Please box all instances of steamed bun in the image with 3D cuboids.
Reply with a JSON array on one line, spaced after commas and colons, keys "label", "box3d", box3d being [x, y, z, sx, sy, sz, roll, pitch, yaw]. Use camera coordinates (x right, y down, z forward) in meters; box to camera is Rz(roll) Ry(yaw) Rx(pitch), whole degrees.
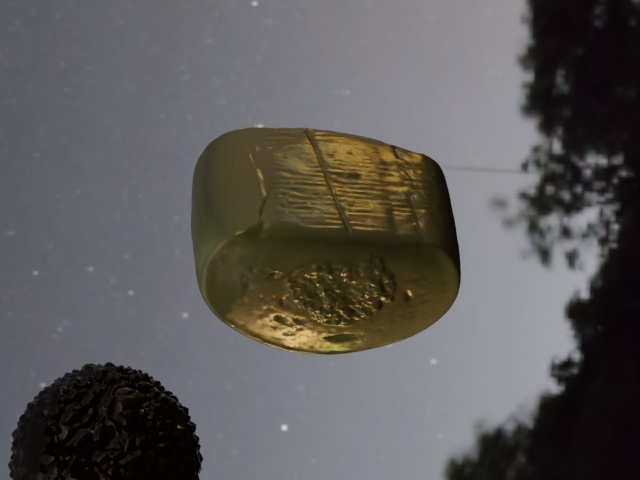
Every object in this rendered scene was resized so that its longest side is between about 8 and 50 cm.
[{"label": "steamed bun", "box3d": [0.000, 0.000, 1.134, 0.200, 0.250, 0.155, -101, 24, -49]}]

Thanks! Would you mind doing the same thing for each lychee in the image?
[{"label": "lychee", "box3d": [-0.257, 0.276, 1.457, 0.236, 0.236, 0.271, -57, -15, -48]}]
